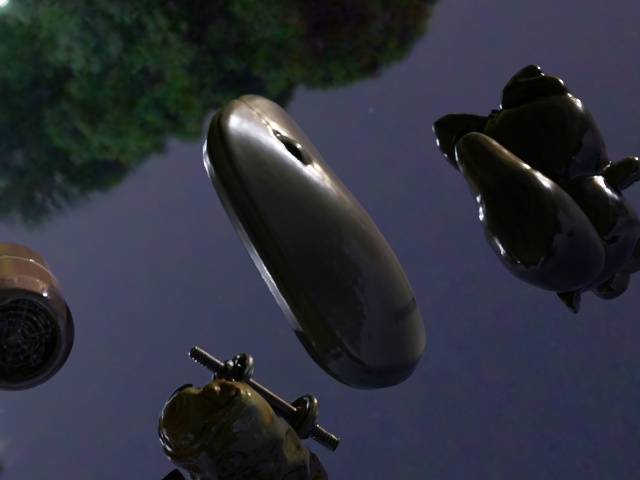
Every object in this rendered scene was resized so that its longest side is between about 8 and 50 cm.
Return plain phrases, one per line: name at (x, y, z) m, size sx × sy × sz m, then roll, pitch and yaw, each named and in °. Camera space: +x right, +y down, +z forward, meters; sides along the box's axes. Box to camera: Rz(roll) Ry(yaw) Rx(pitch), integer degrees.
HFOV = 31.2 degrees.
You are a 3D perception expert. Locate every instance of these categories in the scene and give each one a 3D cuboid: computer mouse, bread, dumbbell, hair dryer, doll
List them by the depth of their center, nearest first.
hair dryer at (-0.344, 0.171, 1.046) m, size 0.344 × 0.107 × 0.189 m, roll -60°, pitch -158°, yaw 0°
computer mouse at (0.005, -0.003, 1.152) m, size 0.095 × 0.330 × 0.197 m, roll -29°, pitch -173°, yaw 26°
bread at (-0.087, 0.246, 1.272) m, size 0.128 × 0.232 × 0.088 m, roll -26°, pitch -140°, yaw 10°
dumbbell at (-0.074, 0.217, 1.565) m, size 0.081 × 0.254 × 0.081 m, roll -44°, pitch -158°, yaw 23°
doll at (0.325, -0.100, 1.670) m, size 0.252 × 0.378 × 0.382 m, roll -37°, pitch -109°, yaw 7°

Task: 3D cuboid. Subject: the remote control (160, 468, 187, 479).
remote control at (-0.308, 0.457, 1.811) m, size 0.245 × 0.025 × 0.063 m, roll -38°, pitch -122°, yaw -18°
